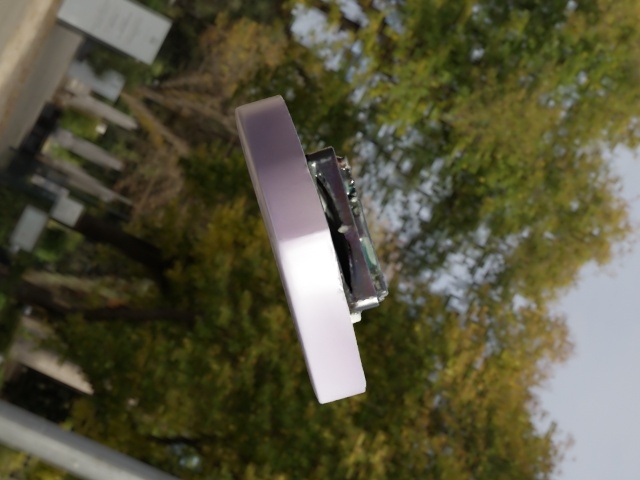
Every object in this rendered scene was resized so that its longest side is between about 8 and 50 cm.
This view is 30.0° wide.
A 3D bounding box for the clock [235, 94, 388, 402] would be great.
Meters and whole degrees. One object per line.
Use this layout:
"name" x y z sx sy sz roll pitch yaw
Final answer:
"clock" 0.000 0.000 0.746 0.172 0.064 0.198 116 -43 -84
